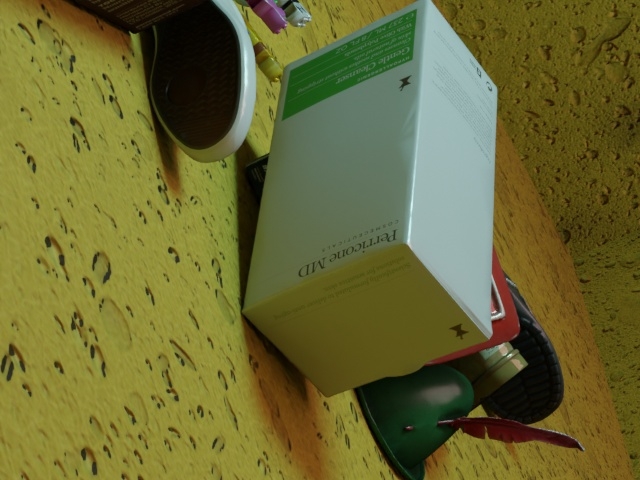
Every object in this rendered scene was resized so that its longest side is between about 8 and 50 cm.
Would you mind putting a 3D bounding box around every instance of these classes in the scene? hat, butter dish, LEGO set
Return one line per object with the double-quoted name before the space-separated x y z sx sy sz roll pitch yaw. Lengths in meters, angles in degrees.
"hat" 0.159 0.165 1.838 0.208 0.184 0.173 45 25 -57
"butter dish" 0.119 0.060 1.824 0.160 0.118 0.160 -14 81 -32
"LEGO set" -0.064 -0.236 1.872 0.093 0.087 0.227 51 13 2

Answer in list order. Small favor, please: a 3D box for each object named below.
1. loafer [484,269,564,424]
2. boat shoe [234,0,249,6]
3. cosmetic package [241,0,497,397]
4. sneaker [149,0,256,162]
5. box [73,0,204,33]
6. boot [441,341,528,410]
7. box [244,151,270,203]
"loafer" 0.254 0.104 2.422 0.366 0.134 0.130 62 14 -16
"boat shoe" -0.101 -0.365 2.008 0.183 0.065 0.083 68 13 11
"cosmetic package" 0.060 -0.047 1.630 0.155 0.197 0.365 48 31 -32
"sneaker" -0.099 -0.169 1.583 0.123 0.106 0.290 49 20 -45
"box" -0.204 -0.317 1.374 0.191 0.143 0.381 69 12 12
"boot" 0.126 0.080 1.983 0.269 0.089 0.236 53 -27 9
"box" 0.000 0.000 1.797 0.220 0.051 0.175 66 13 -1
